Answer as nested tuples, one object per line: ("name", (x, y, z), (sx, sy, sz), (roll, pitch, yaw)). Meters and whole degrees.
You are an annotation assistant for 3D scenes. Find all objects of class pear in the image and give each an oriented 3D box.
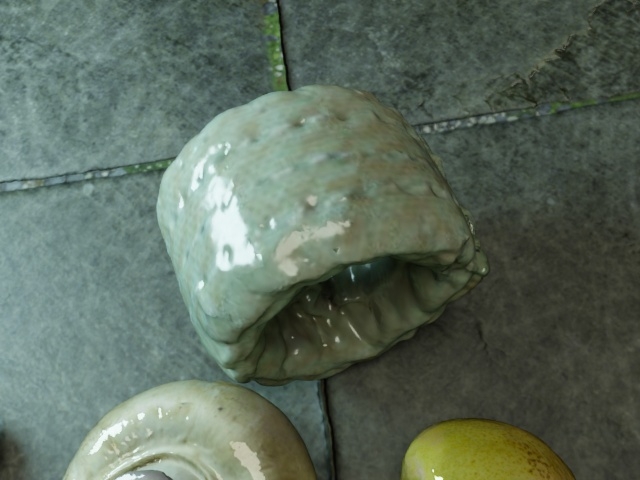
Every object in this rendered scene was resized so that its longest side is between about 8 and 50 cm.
("pear", (0.156, 0.250, 0.641), (0.178, 0.178, 0.178), (-1, 67, 3))

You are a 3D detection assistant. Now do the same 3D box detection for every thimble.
("thimble", (0.000, 0.000, 0.676), (0.291, 0.291, 0.195), (-21, 63, -5))

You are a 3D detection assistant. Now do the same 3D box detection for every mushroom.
("mushroom", (-0.114, 0.246, 0.631), (0.254, 0.184, 0.255), (-7, 68, 17))
